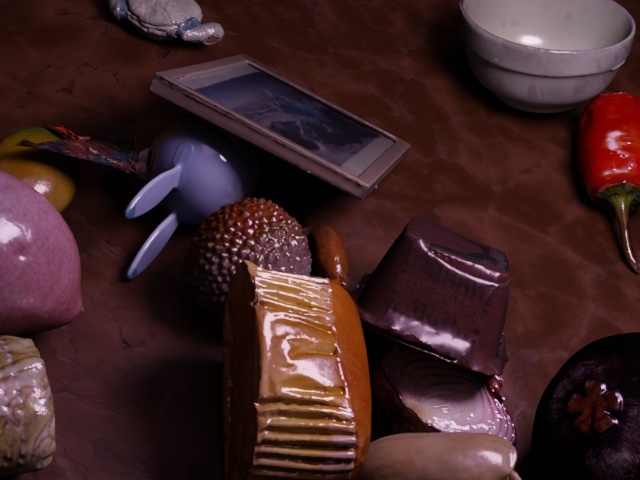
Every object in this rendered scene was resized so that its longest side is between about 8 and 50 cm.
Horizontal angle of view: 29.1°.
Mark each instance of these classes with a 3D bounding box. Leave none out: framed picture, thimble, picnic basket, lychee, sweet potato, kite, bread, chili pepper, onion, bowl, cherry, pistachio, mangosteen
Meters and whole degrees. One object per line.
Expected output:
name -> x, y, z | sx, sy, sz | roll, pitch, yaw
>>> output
framed picture -> -0.038, -0.179, 1.813 | 0.326, 0.028, 0.446 | 28, 16, 4
thimble -> -0.379, 0.176, 1.349 | 0.143, 0.137, 0.190 | -6, 34, -27
picnic basket -> 0.163, 0.062, 1.614 | 0.222, 0.129, 0.297 | 24, 10, 4
lychee -> -0.088, 0.024, 1.616 | 0.165, 0.165, 0.197 | 43, 43, 21
sweet potato -> 0.000, 0.000, 1.768 | 0.056, 0.056, 0.195 | -5, 44, -28
kite -> -0.305, -0.124, 1.663 | 0.189, 0.009, 0.232 | 28, 19, 31
bread -> -0.028, 0.165, 1.452 | 0.156, 0.204, 0.288 | 5, 53, -17
chili pepper -> 0.495, -0.117, 2.051 | 0.134, 0.131, 0.338 | 18, 42, -4
onion -> 0.159, 0.219, 1.571 | 0.151, 0.098, 0.206 | -25, 58, -37
bowl -> 0.391, -0.333, 2.175 | 0.307, 0.163, 0.307 | 1, 33, -1
cherry -> -0.392, 0.010, 1.446 | 0.239, 0.239, 0.206 | -3, 89, -27
pistachio -> 0.134, 0.282, 1.443 | 0.206, 0.130, 0.131 | -8, 39, 14
mangosteen -> 0.409, 0.265, 1.548 | 0.302, 0.275, 0.275 | 35, 30, -38

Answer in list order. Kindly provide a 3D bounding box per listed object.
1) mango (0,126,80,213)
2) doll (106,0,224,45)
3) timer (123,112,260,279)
mango -> -0.389, -0.090, 1.661 | 0.130, 0.092, 0.195 | 6, 34, -11
doll -> -0.261, -0.373, 2.021 | 0.214, 0.072, 0.103 | 24, 40, 6
timer -> -0.200, -0.080, 1.689 | 0.255, 0.175, 0.175 | -28, 62, -30
